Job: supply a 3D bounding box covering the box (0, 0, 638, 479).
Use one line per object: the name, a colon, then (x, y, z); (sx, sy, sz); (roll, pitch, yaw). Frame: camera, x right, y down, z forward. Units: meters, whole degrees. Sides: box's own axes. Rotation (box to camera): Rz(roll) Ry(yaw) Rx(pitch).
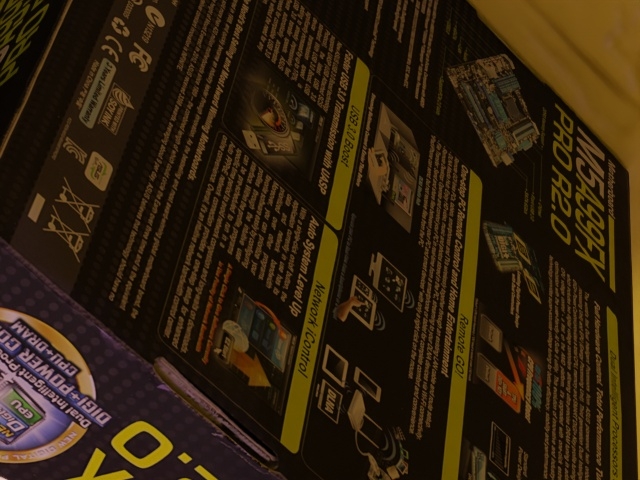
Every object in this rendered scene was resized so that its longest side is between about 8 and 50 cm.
box: (0.000, 0.000, 0.518); (0.060, 0.270, 0.216); (-35, 115, 28)
